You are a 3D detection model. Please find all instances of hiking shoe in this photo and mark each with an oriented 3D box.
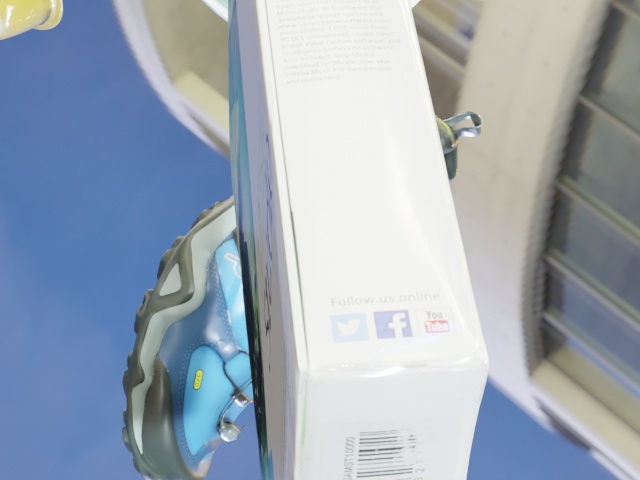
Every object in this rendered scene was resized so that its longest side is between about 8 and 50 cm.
[{"bbox_3d":[-0.020,0.027,1.032,0.304,0.132,0.113,-64,-22,-7],"label":"hiking shoe"}]

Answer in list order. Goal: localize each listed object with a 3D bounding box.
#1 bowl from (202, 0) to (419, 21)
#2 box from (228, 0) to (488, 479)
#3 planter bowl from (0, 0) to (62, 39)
[{"bbox_3d":[-0.042,-0.320,1.331,0.311,0.163,0.311,-10,-72,-32],"label":"bowl"},{"bbox_3d":[0.000,0.000,0.617,0.058,0.322,0.232,-2,-45,-5],"label":"box"},{"bbox_3d":[-0.256,-0.175,0.926,0.090,0.217,0.217,-47,-29,-17],"label":"planter bowl"}]
